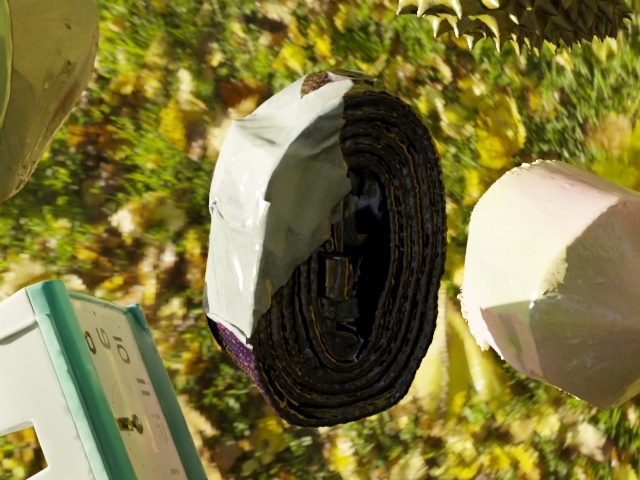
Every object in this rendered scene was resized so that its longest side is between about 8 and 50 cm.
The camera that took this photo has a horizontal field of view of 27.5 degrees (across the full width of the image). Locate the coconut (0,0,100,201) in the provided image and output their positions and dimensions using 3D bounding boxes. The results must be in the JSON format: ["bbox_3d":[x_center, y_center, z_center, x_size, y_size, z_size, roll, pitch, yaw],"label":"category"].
[{"bbox_3d":[-0.250,-0.119,0.796,0.241,0.241,0.241,-1,86,14],"label":"coconut"}]

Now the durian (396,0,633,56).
[{"bbox_3d":[0.110,-0.269,1.008,0.306,0.166,0.172,42,131,23],"label":"durian"}]

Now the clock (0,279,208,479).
[{"bbox_3d":[-0.203,0.182,1.187,0.116,0.231,0.262,-24,77,9],"label":"clock"}]

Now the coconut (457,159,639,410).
[{"bbox_3d":[0.268,0.048,1.311,0.233,0.233,0.245,-59,35,5],"label":"coconut"}]

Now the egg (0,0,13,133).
[{"bbox_3d":[-0.220,-0.074,0.540,0.264,0.183,0.183,-37,74,54],"label":"egg"}]

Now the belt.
[{"bbox_3d":[0.000,0.000,1.095,0.184,0.164,0.289,1,107,-20],"label":"belt"}]
